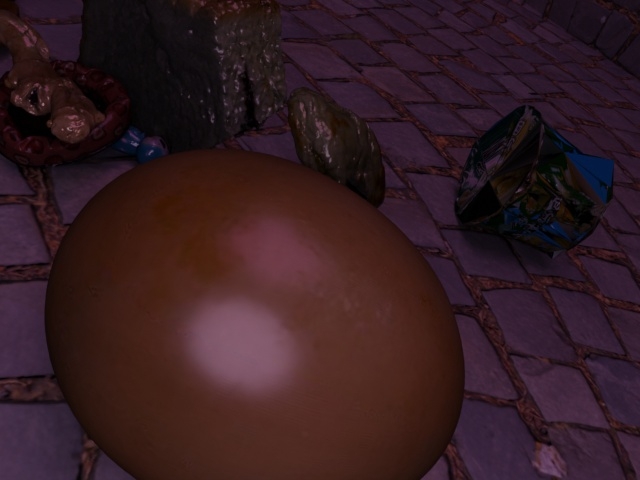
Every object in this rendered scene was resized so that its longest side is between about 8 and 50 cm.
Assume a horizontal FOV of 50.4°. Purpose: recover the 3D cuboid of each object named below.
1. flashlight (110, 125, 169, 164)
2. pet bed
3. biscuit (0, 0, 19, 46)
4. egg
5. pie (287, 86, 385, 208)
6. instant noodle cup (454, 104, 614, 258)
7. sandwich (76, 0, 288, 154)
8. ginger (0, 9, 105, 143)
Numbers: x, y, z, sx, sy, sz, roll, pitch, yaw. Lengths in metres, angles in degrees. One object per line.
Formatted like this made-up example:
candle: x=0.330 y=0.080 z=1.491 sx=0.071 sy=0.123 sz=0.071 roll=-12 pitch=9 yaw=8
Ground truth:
flashlight: x=-0.274 y=-0.140 z=0.958 sx=0.129 sy=0.051 sz=0.051 roll=25 pitch=34 yaw=5
pet bed: x=-0.352 y=-0.173 z=0.910 sx=0.201 sy=0.053 sz=0.201 roll=6 pitch=44 yaw=-6
biscuit: x=-0.625 y=-0.384 z=1.011 sx=0.359 sy=0.074 sz=0.381 roll=43 pitch=35 yaw=18
egg: x=-0.049 y=0.085 z=0.594 sx=0.374 sy=0.301 sz=0.301 roll=29 pitch=35 yaw=-4
pie: x=0.037 y=-0.121 z=1.013 sx=0.248 sy=0.090 sz=0.201 roll=22 pitch=57 yaw=-62
instant noodle cup: x=0.375 y=-0.093 z=1.193 sx=0.178 sy=0.240 sz=0.240 roll=26 pitch=34 yaw=-17
sandwich: x=-0.200 y=-0.262 z=0.974 sx=0.325 sy=0.262 sz=0.131 roll=38 pitch=41 yaw=14
ginger: x=-0.368 y=-0.211 z=0.864 sx=0.089 sy=0.075 sz=0.288 roll=-33 pitch=63 yaw=-28
